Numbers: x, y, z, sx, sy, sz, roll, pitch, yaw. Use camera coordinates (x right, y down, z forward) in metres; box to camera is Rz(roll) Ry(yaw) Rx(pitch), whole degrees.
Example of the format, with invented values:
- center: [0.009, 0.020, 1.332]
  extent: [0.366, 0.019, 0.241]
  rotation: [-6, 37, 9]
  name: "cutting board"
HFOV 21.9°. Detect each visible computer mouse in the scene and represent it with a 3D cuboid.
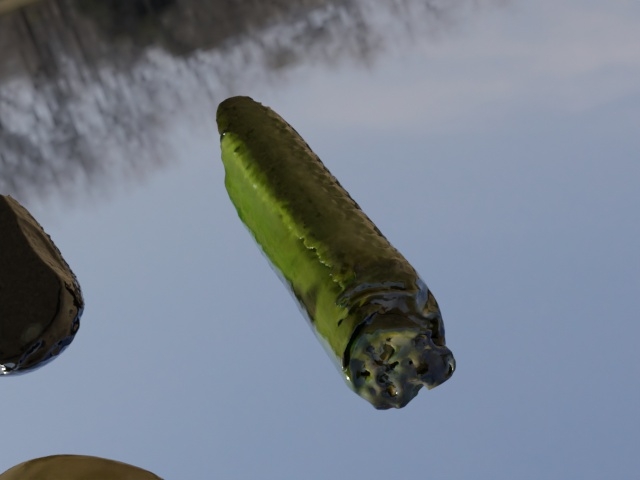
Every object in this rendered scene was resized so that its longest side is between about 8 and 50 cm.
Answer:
- center: [-0.275, 0.049, 1.457]
  extent: [0.122, 0.073, 0.217]
  rotation: [-36, -130, -7]
  name: "computer mouse"

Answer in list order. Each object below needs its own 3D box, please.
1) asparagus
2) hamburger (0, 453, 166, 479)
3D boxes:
- center: [0.000, 0.000, 1.542]
  extent: [0.108, 0.128, 0.382]
  rotation: [-42, -137, 5]
  name: "asparagus"
- center: [-0.168, 0.302, 1.226]
  extent: [0.300, 0.300, 0.176]
  rotation: [-16, -148, 27]
  name: "hamburger"
